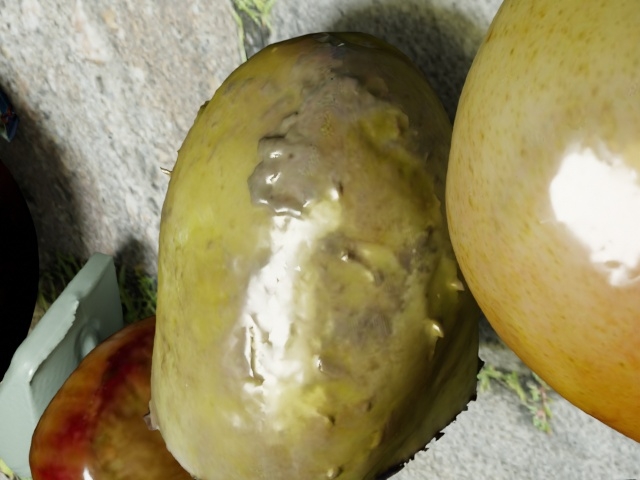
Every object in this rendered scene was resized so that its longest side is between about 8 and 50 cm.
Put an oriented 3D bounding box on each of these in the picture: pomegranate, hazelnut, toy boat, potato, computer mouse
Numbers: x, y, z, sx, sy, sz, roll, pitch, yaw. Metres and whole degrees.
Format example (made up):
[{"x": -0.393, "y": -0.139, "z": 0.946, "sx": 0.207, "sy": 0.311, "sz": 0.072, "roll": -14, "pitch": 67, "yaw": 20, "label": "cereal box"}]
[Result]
[{"x": 0.217, "y": -0.041, "z": 0.870, "sx": 0.319, "sy": 0.319, "sz": 0.319, "roll": 21, "pitch": 130, "yaw": 26, "label": "pomegranate"}, {"x": -0.113, "y": 0.139, "z": 1.320, "sx": 0.178, "sy": 0.204, "sz": 0.178, "roll": 36, "pitch": 143, "yaw": 33, "label": "hazelnut"}, {"x": -0.259, "y": -0.105, "z": 1.381, "sx": 0.083, "sy": 0.038, "sz": 0.038, "roll": 45, "pitch": 137, "yaw": 5, "label": "toy boat"}, {"x": 0.000, "y": 0.000, "z": 1.137, "sx": 0.229, "sy": 0.229, "sz": 0.266, "roll": 16, "pitch": 124, "yaw": 30, "label": "potato"}, {"x": -0.194, "y": 0.104, "z": 1.401, "sx": 0.079, "sy": 0.128, "sz": 0.231, "roll": 30, "pitch": 149, "yaw": 1, "label": "computer mouse"}]

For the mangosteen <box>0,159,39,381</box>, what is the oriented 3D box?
[{"x": -0.351, "y": 0.006, "z": 1.377, "sx": 0.297, "sy": 0.313, "sz": 0.297, "roll": 2, "pitch": 147, "yaw": 2, "label": "mangosteen"}]

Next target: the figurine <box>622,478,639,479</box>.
[{"x": 0.215, "y": 0.236, "z": 1.025, "sx": 0.323, "sy": 0.340, "sz": 0.231, "roll": 20, "pitch": 130, "yaw": 29, "label": "figurine"}]
